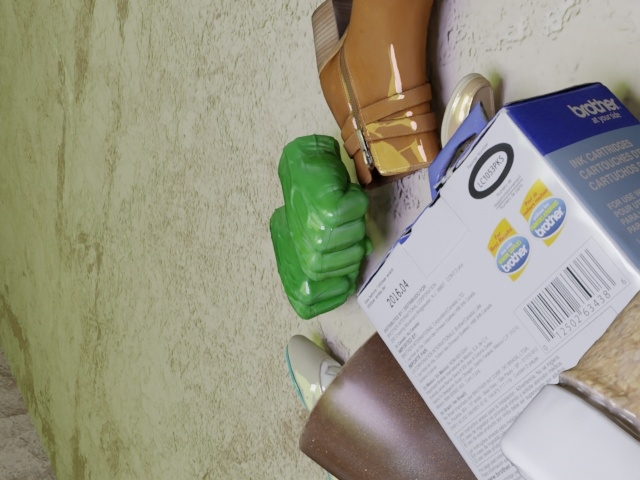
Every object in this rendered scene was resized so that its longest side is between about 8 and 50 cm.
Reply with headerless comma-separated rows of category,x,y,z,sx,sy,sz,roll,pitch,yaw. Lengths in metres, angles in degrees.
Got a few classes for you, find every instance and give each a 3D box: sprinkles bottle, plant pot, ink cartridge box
sprinkles bottle,0.259,0.025,0.446,0.355,0.121,0.121,-47,47,-3
plant pot,0.134,0.214,0.816,0.230,0.215,0.215,41,132,23
ink cartridge box,0.202,0.062,0.664,0.395,0.151,0.270,54,139,20

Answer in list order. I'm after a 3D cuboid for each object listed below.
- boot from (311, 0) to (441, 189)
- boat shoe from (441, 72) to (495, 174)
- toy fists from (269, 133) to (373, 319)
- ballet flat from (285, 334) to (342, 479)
boot,0.081,-0.181,0.833,0.283,0.109,0.220,-24,78,58
boat shoe,0.158,-0.080,0.802,0.059,0.063,0.170,33,135,43
toy fists,0.000,0.000,0.978,0.279,0.096,0.142,108,153,-61
ballet flat,0.030,0.233,1.071,0.086,0.086,0.248,-35,72,53
